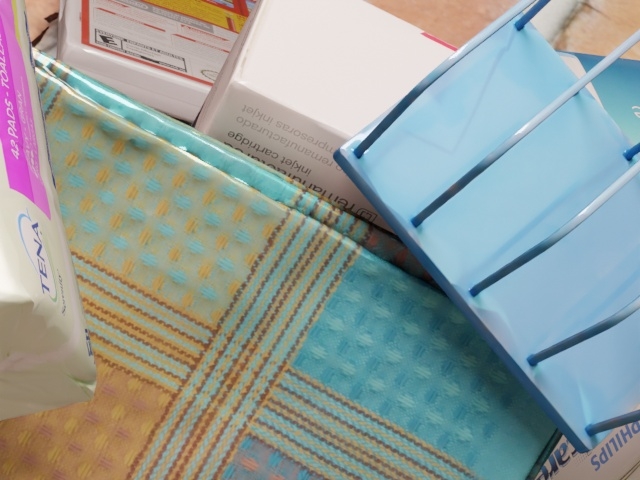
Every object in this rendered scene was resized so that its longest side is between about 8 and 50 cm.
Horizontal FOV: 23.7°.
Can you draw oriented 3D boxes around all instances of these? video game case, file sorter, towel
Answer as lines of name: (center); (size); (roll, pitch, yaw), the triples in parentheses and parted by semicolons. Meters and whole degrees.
video game case: (-0.063, -0.131, 0.953); (0.204, 0.025, 0.285); (17, 24, -16)
file sorter: (0.115, -0.020, 0.641); (0.118, 0.104, 0.170); (-39, 88, -24)
towel: (-0.091, 0.083, 0.684); (0.370, 0.271, 0.040); (29, 1, -5)

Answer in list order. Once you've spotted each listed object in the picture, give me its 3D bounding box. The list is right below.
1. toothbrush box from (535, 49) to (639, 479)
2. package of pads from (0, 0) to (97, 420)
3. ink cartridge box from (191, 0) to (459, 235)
toothbrush box: (0.211, 0.029, 0.971); (0.216, 0.126, 0.295); (3, 52, -28)
package of pads: (-0.248, -0.017, 0.562); (0.296, 0.101, 0.229); (-16, 59, 0)
ink cartridge box: (0.000, 0.000, 0.795); (0.172, 0.237, 0.100); (25, 47, -9)
